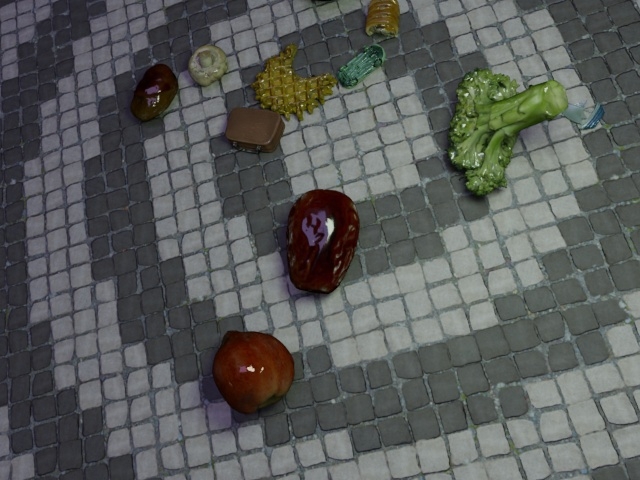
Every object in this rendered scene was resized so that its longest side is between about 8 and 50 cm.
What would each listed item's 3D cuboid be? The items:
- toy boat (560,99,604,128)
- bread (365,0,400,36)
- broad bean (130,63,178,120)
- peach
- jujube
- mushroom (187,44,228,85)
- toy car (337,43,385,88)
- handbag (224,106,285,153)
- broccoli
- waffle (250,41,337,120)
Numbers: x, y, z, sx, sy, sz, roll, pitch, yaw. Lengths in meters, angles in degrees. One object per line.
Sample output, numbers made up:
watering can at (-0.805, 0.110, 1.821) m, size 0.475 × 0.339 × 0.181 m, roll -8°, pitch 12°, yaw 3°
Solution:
toy boat at (0.803, -0.395, 1.750) m, size 0.150 × 0.034 × 0.105 m, roll 11°, pitch 72°, yaw 15°
bread at (0.221, -0.796, 1.998) m, size 0.120 × 0.084 × 0.177 m, roll 1°, pitch 68°, yaw 13°
broad bean at (-0.620, -0.549, 2.080) m, size 0.156 × 0.122 × 0.228 m, roll 28°, pitch 76°, yaw 18°
peach at (-0.204, 0.360, 1.620) m, size 0.233 × 0.232 × 0.256 m, roll -29°, pitch 66°, yaw 2°
jujube at (0.000, 0.000, 1.713) m, size 0.223 × 0.223 × 0.317 m, roll 6°, pitch 80°, yaw 15°
mushroom at (-0.416, -0.646, 2.068) m, size 0.154 × 0.122 × 0.154 m, roll -2°, pitch 74°, yaw 6°
toy car at (0.147, -0.603, 1.959) m, size 0.186 × 0.058 × 0.093 m, roll -36°, pitch 68°, yaw 12°
handbag at (-0.231, -0.382, 1.962) m, size 0.194 × 0.072 × 0.151 m, roll 10°, pitch 74°, yaw 14°
broccoli at (0.529, -0.378, 1.631) m, size 0.275 × 0.396 × 0.353 m, roll -20°, pitch 61°, yaw -21°
waffle at (-0.110, -0.557, 1.996) m, size 0.293 × 0.069 × 0.259 m, roll 40°, pitch 83°, yaw 23°
